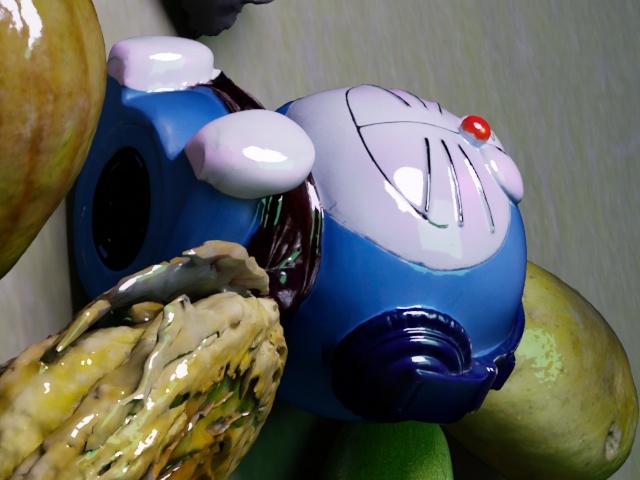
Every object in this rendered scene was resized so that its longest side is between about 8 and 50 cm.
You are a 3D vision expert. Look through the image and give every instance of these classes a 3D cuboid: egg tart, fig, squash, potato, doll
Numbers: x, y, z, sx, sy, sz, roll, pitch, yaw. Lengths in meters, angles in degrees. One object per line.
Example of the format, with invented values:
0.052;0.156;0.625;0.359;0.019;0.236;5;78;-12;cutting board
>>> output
-0.128;0.123;1.031;0.132;0.297;0.297;34;34;17;egg tart
-0.208;-0.018;1.032;0.217;0.217;0.321;-23;106;-53;fig
0.025;0.233;1.249;0.107;0.107;0.395;56;26;-19;squash
0.156;0.101;1.456;0.228;0.148;0.197;45;-1;-29;potato
0.000;0.000;1.258;0.310;0.240;0.284;8;37;-35;doll

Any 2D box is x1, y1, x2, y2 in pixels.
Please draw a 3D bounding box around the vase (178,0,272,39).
-0.114;-0.267;1.339;0.237;0.115;0.115;53;40;-17;vase
